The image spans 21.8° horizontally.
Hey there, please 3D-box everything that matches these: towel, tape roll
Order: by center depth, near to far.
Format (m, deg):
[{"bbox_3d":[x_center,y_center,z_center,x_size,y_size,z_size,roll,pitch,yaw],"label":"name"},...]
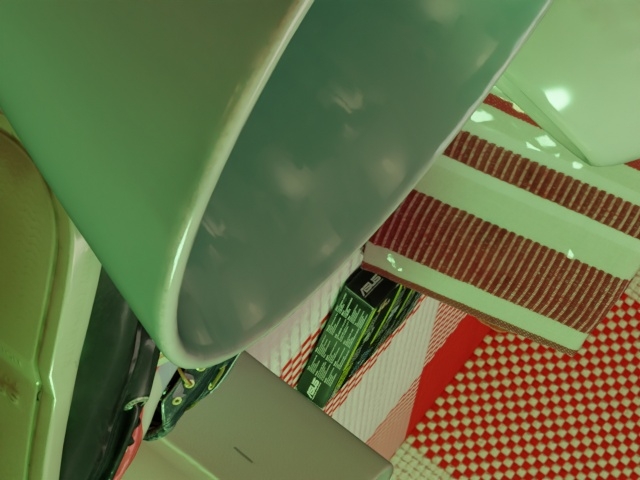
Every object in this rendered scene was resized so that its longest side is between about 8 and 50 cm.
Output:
[{"bbox_3d":[-0.078,0.230,1.357,0.246,0.169,0.246,-50,167,-16],"label":"tape roll"},{"bbox_3d":[0.193,-0.048,1.462,0.037,0.237,0.329,-70,-175,-47],"label":"towel"}]

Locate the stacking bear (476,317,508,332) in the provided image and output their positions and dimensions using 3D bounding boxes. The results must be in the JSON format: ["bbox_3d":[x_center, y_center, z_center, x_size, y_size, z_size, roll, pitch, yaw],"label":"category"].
[{"bbox_3d":[0.207,-0.074,1.664,0.164,0.175,0.289,-54,-179,41],"label":"stacking bear"}]

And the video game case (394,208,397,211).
[{"bbox_3d":[0.000,0.000,1.249,0.166,0.015,0.119,-36,172,-15],"label":"video game case"}]

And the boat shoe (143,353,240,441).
[{"bbox_3d":[-0.087,0.071,1.115,0.083,0.065,0.183,-47,168,-35],"label":"boat shoe"}]

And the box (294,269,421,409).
[{"bbox_3d":[0.062,0.065,1.744,0.184,0.045,0.190,-41,164,-38],"label":"box"}]

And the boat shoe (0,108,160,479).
[{"bbox_3d":[-0.130,0.064,0.781,0.113,0.127,0.340,-25,142,-43],"label":"boat shoe"}]

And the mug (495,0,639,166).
[{"bbox_3d":[0.181,-0.234,0.895,0.328,0.276,0.374,-47,139,6],"label":"mug"}]

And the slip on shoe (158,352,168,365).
[{"bbox_3d":[-0.048,-0.063,0.827,0.101,0.123,0.331,19,123,-37],"label":"slip on shoe"}]

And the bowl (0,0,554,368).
[{"bbox_3d":[-0.016,-0.124,0.590,0.311,0.163,0.311,-51,168,-16],"label":"bowl"}]

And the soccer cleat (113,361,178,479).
[{"bbox_3d":[-0.105,0.045,0.990,0.248,0.083,0.095,-60,-163,8],"label":"soccer cleat"}]
